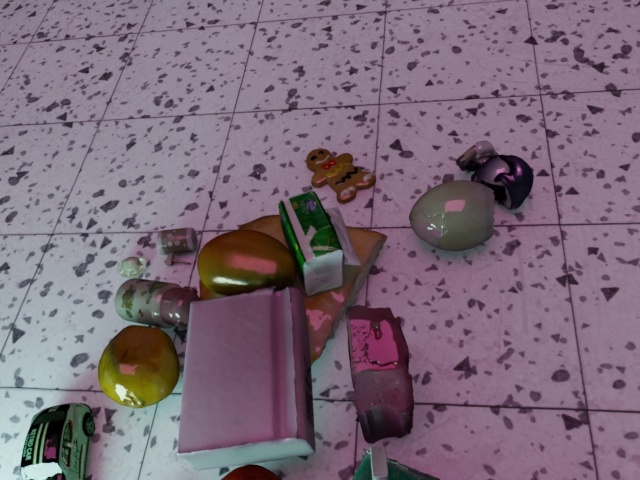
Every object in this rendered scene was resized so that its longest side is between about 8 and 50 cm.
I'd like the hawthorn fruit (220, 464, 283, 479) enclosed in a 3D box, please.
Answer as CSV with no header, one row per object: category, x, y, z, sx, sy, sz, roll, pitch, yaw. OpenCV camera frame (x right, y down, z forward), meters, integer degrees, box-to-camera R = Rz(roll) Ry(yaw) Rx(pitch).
hawthorn fruit,-0.154,0.548,1.256,0.188,0.169,0.169,10,57,31

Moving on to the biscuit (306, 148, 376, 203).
biscuit,0.045,-0.209,1.830,0.158,0.035,0.240,-39,57,-19

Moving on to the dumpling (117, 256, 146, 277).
dumpling,-0.539,0.076,1.749,0.076,0.057,0.052,-14,11,-27

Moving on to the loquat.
loquat,-0.437,0.303,1.481,0.187,0.176,0.234,15,34,-26

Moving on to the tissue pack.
tissue pack,0.000,-0.002,1.503,0.156,0.148,0.209,-17,52,-8

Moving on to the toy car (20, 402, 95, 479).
toy car,-0.617,0.511,1.400,0.136,0.125,0.306,-11,52,4

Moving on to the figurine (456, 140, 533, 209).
figurine,0.490,-0.186,1.659,0.145,0.145,0.222,-27,53,-8

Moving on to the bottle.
bottle,-0.408,0.163,1.564,0.253,0.120,0.120,2,53,36

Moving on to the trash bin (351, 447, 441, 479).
trash bin,0.088,0.601,1.095,0.259,0.295,0.381,15,54,21

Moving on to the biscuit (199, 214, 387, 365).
biscuit,-0.097,0.113,1.588,0.446,0.104,0.429,12,58,17

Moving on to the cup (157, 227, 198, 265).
cup,-0.408,0.013,1.741,0.099,0.074,0.102,-7,54,7

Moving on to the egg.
egg,0.338,-0.064,1.571,0.217,0.183,0.183,0,55,12

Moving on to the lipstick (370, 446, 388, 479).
lipstick,0.108,0.433,1.092,0.030,0.030,0.129,-4,35,3

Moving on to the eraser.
eraser,-0.159,0.293,1.334,0.272,0.122,0.359,-11,52,8

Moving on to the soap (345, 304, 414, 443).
soap,0.126,0.282,1.282,0.127,0.325,0.220,-7,56,2

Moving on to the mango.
mango,-0.175,0.055,1.488,0.254,0.139,0.176,3,59,12
